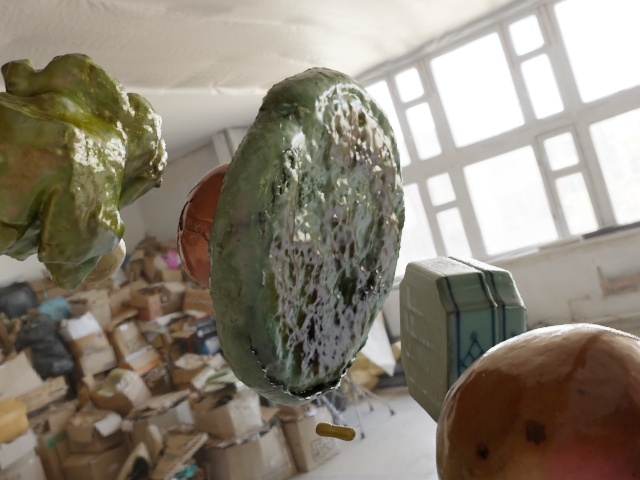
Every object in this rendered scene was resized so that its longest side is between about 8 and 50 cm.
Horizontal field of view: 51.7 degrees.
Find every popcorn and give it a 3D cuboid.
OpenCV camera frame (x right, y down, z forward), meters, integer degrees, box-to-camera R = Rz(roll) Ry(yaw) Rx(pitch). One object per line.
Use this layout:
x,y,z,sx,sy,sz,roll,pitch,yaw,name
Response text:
-0.312,-0.089,0.773,0.276,0.225,0.276,-32,36,26,popcorn

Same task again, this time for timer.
-0.123,-0.013,1.114,0.230,0.214,0.229,17,0,0,timer

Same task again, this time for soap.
0.033,0.414,1.430,0.089,0.012,0.034,7,47,15,soap

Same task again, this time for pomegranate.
0.178,0.152,0.462,0.191,0.191,0.191,-18,0,0,pomegranate

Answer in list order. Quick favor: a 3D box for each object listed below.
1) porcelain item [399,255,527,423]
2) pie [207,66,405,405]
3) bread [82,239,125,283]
0.254,0.177,1.205,0.157,0.281,0.286,-5,6,-11,porcelain item
0.000,0.000,0.475,0.054,0.240,0.240,9,13,30,pie
-0.532,-0.002,1.503,0.098,0.217,0.147,11,54,37,bread
